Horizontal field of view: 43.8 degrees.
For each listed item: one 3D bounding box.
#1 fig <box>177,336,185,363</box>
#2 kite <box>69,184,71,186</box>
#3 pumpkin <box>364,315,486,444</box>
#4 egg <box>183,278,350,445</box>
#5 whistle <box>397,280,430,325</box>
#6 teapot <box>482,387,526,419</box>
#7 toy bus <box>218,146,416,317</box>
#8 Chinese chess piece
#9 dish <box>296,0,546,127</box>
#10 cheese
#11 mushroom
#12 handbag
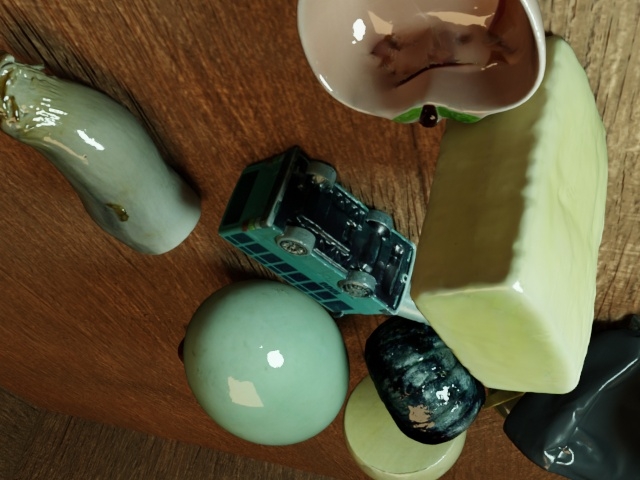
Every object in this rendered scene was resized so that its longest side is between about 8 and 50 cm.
[{"bbox_3d":[-0.283,0.249,1.851,0.089,0.089,0.125,19,-179,-5],"label":"fig"},{"bbox_3d":[-0.298,-0.060,1.279,0.160,0.010,0.183,-10,142,38],"label":"kite"},{"bbox_3d":[0.173,0.231,1.354,0.163,0.233,0.233,-34,141,4],"label":"pumpkin"},{"bbox_3d":[-0.090,0.219,1.417,0.276,0.276,0.389,3,154,26],"label":"egg"},{"bbox_3d":[0.094,0.079,1.272,0.312,0.062,0.062,18,155,-5],"label":"whistle"},{"bbox_3d":[0.353,0.261,1.399,0.166,0.130,0.119,-9,158,-41],"label":"teapot"},{"bbox_3d":[0.000,0.000,1.089,0.147,0.128,0.256,-9,143,46],"label":"toy bus"},{"bbox_3d":[0.169,0.370,1.603,0.251,0.251,0.097,8,150,17],"label":"Chinese chess piece"},{"bbox_3d":[0.088,-0.194,0.668,0.213,0.090,0.213,14,148,9],"label":"dish"},{"bbox_3d":[0.196,-0.015,0.770,0.124,0.265,0.242,-2,150,34],"label":"cheese"},{"bbox_3d":[-0.296,-0.107,1.050,0.177,0.126,0.397,13,158,16],"label":"mushroom"},{"bbox_3d":[0.470,0.259,1.290,0.302,0.275,0.178,27,-173,-33],"label":"handbag"}]
